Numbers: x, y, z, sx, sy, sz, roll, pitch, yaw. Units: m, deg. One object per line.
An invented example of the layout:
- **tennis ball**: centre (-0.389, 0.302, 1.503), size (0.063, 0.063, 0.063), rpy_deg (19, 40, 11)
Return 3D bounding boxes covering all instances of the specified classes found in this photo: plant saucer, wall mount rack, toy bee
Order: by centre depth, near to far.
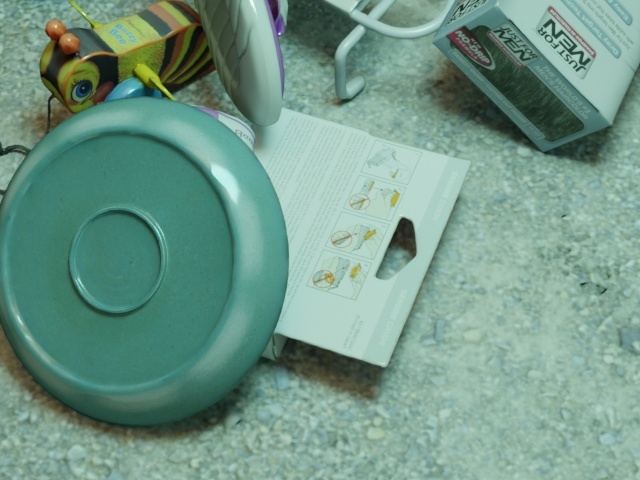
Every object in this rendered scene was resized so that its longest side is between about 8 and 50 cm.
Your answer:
- **plant saucer**: centre (-0.185, 0.018, 1.294), size (0.318, 0.044, 0.317), rpy_deg (-1, 87, 19)
- **toy bee**: centre (-0.229, -0.183, 1.476), size (0.195, 0.162, 0.298), rpy_deg (24, 58, 17)
- **wall mount rack**: centre (0.037, -0.329, 1.597), size (0.350, 0.130, 0.304), rpy_deg (33, 66, 23)

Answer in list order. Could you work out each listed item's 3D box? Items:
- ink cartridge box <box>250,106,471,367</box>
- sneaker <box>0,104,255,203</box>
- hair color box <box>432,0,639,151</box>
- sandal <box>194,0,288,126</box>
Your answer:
- **ink cartridge box**: centre (0.000, 0.000, 1.400), size (0.239, 0.060, 0.275), rpy_deg (17, 57, 13)
- **sneaker**: centre (-0.196, -0.063, 1.417), size (0.282, 0.102, 0.161), rpy_deg (-5, 42, 18)
- **hair color box**: centre (0.288, -0.302, 1.516), size (0.185, 0.114, 0.374), rpy_deg (42, 57, -18)
- **sandal**: centre (-0.089, -0.316, 1.460), size (0.102, 0.169, 0.416), rpy_deg (-14, 65, -15)
